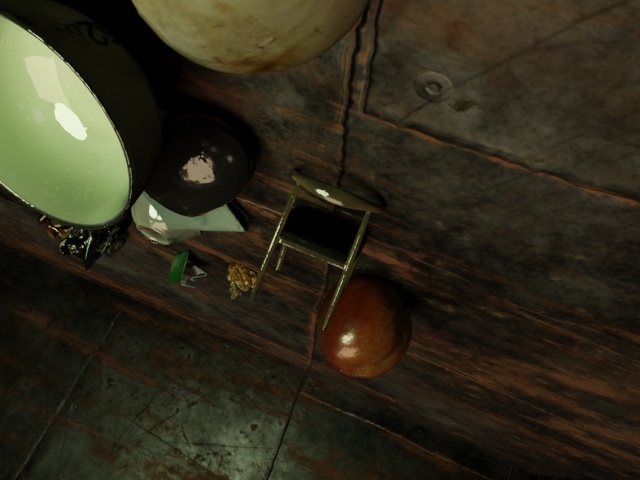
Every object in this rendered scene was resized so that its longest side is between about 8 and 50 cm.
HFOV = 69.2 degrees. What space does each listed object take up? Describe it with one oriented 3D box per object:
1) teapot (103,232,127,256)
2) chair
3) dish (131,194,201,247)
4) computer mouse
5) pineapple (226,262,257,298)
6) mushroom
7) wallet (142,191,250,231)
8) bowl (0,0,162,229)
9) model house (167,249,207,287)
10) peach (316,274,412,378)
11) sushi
[{"bbox_3d":[-0.767,-0.017,1.647,0.108,0.111,0.149,37,163,7],"label":"teapot"},{"bbox_3d":[0.000,0.000,0.904,0.188,0.166,0.272,23,114,5],"label":"chair"},{"bbox_3d":[-0.463,-0.042,1.333,0.229,0.081,0.229,21,156,10],"label":"dish"},{"bbox_3d":[-0.255,-0.128,0.875,0.323,0.116,0.183,-18,125,45],"label":"computer mouse"},{"bbox_3d":[-0.263,0.136,1.501,0.114,0.114,0.077,34,173,-10],"label":"pineapple"},{"bbox_3d":[-0.060,-0.252,0.415,0.226,0.178,0.226,-11,167,-3],"label":"mushroom"},{"bbox_3d":[-0.325,-0.121,1.077,0.251,0.054,0.291,5,143,27],"label":"wallet"},{"bbox_3d":[-0.388,-0.209,0.726,0.353,0.185,0.354,15,133,16],"label":"bowl"},{"bbox_3d":[-0.461,0.106,1.627,0.088,0.117,0.167,19,160,-30],"label":"model house"},{"bbox_3d":[0.102,0.216,1.143,0.252,0.253,0.252,20,156,10],"label":"peach"},{"bbox_3d":[-0.729,-0.069,1.419,0.212,0.215,0.227,46,170,-30],"label":"sushi"}]
